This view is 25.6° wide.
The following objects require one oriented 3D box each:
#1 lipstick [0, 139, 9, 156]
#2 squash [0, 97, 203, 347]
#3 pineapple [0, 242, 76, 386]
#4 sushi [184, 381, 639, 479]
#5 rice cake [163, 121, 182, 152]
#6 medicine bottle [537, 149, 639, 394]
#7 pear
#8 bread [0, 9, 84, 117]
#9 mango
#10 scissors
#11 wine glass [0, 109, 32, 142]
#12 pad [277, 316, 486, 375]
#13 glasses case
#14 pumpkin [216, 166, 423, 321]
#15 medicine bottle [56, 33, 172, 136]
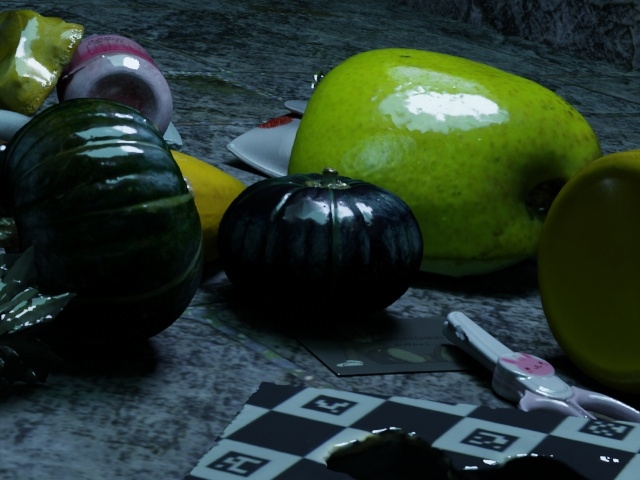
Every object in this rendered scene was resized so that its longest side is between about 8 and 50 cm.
[{"bbox_3d":[-0.496,-0.133,1.671,0.356,0.057,0.057,18,18,29],"label":"lipstick"},{"bbox_3d":[-0.188,-0.014,1.168,0.172,0.218,0.218,-25,20,-2],"label":"squash"},{"bbox_3d":[-0.271,0.084,0.967,0.130,0.119,0.277,-32,3,19],"label":"pineapple"},{"bbox_3d":[0.070,0.192,0.886,0.320,0.069,0.339,4,15,12],"label":"sushi"},{"bbox_3d":[-0.219,-0.147,1.921,0.042,0.030,0.180,10,15,-17],"label":"rice cake"},{"bbox_3d":[0.412,0.022,1.353,0.384,0.224,0.224,-4,21,-37],"label":"medicine bottle"},{"bbox_3d":[0.160,-0.091,1.589,0.318,0.238,0.342,8,14,25],"label":"pear"},{"bbox_3d":[-0.407,-0.232,1.821,0.233,0.161,0.088,11,-16,44],"label":"bread"},{"bbox_3d":[-0.160,-0.036,1.441,0.176,0.119,0.317,11,7,19],"label":"mango"},{"bbox_3d":[0.180,0.121,1.224,0.118,0.030,0.242,0,21,-30],"label":"scissors"},{"bbox_3d":[-0.420,-0.143,1.742,0.198,0.066,0.066,17,17,25],"label":"wine glass"},{"bbox_3d":[0.069,0.096,1.301,0.190,0.004,0.127,1,18,-29],"label":"pad"},{"bbox_3d":[-0.013,-0.153,1.965,0.128,0.083,0.308,16,17,19],"label":"glasses case"},{"bbox_3d":[0.000,0.000,1.339,0.202,0.140,0.202,3,14,-1],"label":"pumpkin"},{"bbox_3d":[-0.279,-0.201,1.873,0.147,0.147,0.247,5,17,-15],"label":"medicine bottle"}]
